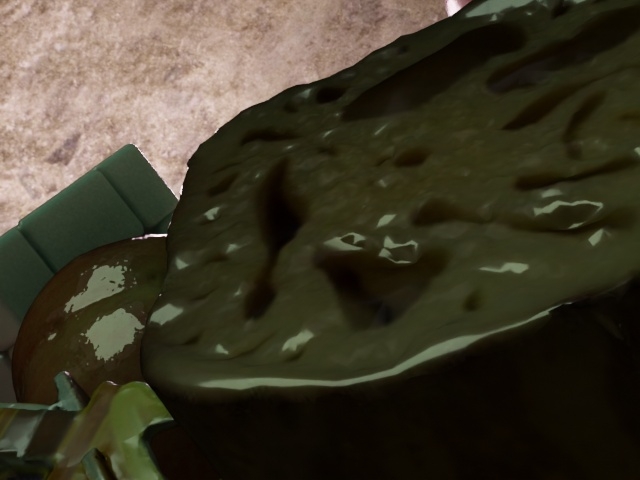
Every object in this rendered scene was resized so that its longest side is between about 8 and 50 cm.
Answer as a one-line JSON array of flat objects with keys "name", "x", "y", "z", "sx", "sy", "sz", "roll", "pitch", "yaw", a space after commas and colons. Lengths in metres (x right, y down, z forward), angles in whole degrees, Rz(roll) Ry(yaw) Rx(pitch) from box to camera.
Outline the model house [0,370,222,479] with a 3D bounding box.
[{"name": "model house", "x": -0.144, "y": 0.212, "z": 0.403, "sx": 0.313, "sy": 0.242, "sz": 0.358, "roll": -5, "pitch": 41, "yaw": 32}]

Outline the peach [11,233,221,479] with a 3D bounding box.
[{"name": "peach", "x": -0.139, "y": 0.127, "z": 0.845, "sx": 0.252, "sy": 0.252, "sz": 0.252, "roll": -37, "pitch": 9, "yaw": 7}]

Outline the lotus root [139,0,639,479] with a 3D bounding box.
[{"name": "lotus root", "x": 0.105, "y": 0.035, "z": 0.443, "sx": 0.316, "sy": 0.250, "sz": 0.316, "roll": -27, "pitch": 19, "yaw": 10}]

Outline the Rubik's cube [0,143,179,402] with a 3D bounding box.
[{"name": "Rubik's cube", "x": -0.313, "y": 0.123, "z": 1.288, "sx": 0.319, "sy": 0.316, "sz": 0.322, "roll": -31, "pitch": 13, "yaw": 38}]

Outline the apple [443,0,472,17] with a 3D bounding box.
[{"name": "apple", "x": 0.304, "y": -0.302, "z": 1.118, "sx": 0.348, "sy": 0.277, "sz": 0.348, "roll": -38, "pitch": 4, "yaw": 3}]
